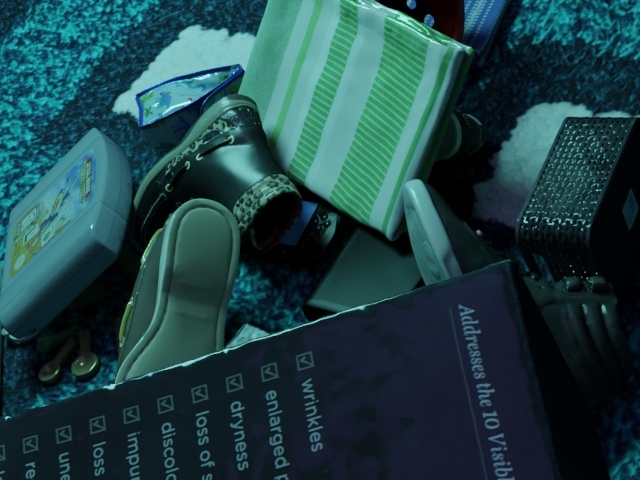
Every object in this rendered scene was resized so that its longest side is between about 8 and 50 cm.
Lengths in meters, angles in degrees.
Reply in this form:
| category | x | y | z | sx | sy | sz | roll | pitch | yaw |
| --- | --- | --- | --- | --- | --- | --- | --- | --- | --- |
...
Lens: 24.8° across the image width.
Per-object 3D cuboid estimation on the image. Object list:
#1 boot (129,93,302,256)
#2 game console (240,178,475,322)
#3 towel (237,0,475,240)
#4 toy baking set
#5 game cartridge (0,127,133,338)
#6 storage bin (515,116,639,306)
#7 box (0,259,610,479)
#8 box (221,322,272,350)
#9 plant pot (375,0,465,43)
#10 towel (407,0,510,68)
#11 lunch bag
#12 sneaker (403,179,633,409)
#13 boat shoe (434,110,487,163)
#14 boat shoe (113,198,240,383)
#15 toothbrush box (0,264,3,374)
| category | x | y | z | sx | sy | sz | roll | pitch | yaw |
| --- | --- | --- | --- | --- | --- | --- | --- | --- | --- |
| boot | -0.128 | -0.038 | 1.737 | 0.236 | 0.085 | 0.178 | -50 | 49 | 22 |
| game console | 0.000 | 0.000 | 1.708 | 0.361 | 0.044 | 0.213 | 11 | 54 | 39 |
| towel | 0.022 | -0.168 | 1.685 | 0.325 | 0.038 | 0.247 | 34 | 113 | 40 |
| toy baking set | -0.300 | 0.078 | 1.813 | 0.197 | 0.030 | 0.256 | -40 | 41 | -12 |
| game cartridge | -0.320 | -0.023 | 1.839 | 0.198 | 0.062 | 0.297 | -46 | 26 | 18 |
| storage bin | 0.284 | -0.032 | 1.510 | 0.084 | 0.122 | 0.180 | 5 | 51 | 35 |
| box | 0.004 | 0.336 | 1.096 | 0.472 | 0.297 | 0.480 | -19 | 55 | 15 |
| box | -0.036 | 0.196 | 1.475 | 0.207 | 0.108 | 0.153 | 22 | 62 | 44 |
| plant pot | 0.059 | -0.274 | 1.808 | 0.174 | 0.191 | 0.191 | 11 | 55 | 42 |
| towel | 0.104 | -0.312 | 1.983 | 0.336 | 0.040 | 0.243 | 2 | 48 | 30 |
| lunch bag | -0.145 | -0.150 | 1.881 | 0.151 | 0.129 | 0.096 | -23 | 42 | 6 |
| sneaker | 0.198 | 0.048 | 1.435 | 0.147 | 0.104 | 0.295 | -27 | 75 | -8 |
| boat shoe | 0.094 | -0.127 | 1.775 | 0.233 | 0.084 | 0.079 | 4 | 12 | 42 |
| boat shoe | -0.171 | 0.115 | 1.621 | 0.097 | 0.117 | 0.324 | -26 | 49 | 62 |
| toothbrush box | -0.521 | 0.131 | 1.816 | 0.216 | 0.126 | 0.295 | -24 | 41 | 8 |
